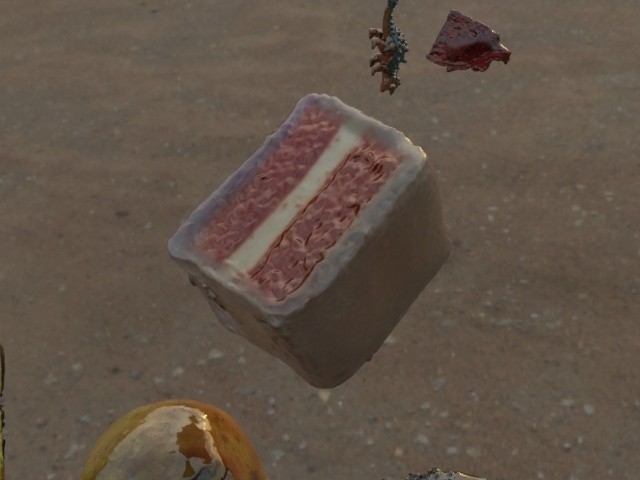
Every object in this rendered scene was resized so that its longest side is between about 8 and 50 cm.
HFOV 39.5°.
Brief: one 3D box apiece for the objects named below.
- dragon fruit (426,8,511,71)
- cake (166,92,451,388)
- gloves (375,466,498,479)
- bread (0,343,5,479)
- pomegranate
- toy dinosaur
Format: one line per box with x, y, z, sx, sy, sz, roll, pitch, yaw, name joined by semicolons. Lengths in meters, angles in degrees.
0.237;-0.300;1.437;0.131;0.097;0.063;33;66;19;dragon fruit
0.000;0.000;1.143;0.237;0.230;0.309;32;75;31;cake
0.235;0.549;1.757;0.312;0.135;0.210;-13;39;4;gloves
-0.571;0.269;1.370;0.263;0.198;0.236;-2;57;38;bread
-0.203;0.358;1.239;0.281;0.281;0.281;-6;32;4;pomegranate
0.094;-0.267;1.226;0.055;0.154;0.049;0;39;-1;toy dinosaur
